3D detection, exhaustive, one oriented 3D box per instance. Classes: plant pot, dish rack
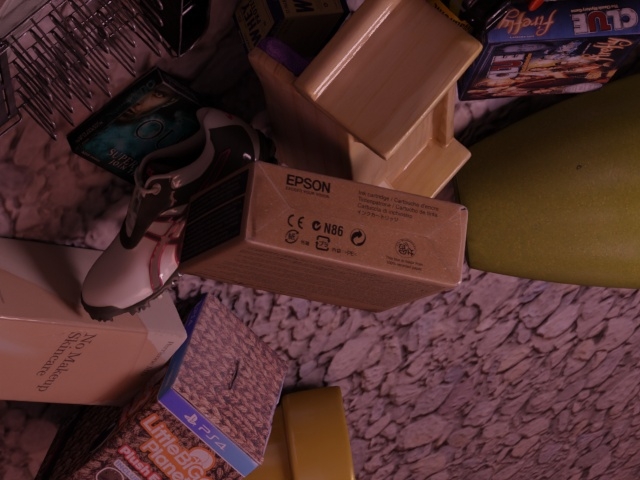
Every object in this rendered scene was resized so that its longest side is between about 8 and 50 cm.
[{"bbox_3d":[-0.071,0.336,2.535,0.239,0.254,0.254,-8,148,0],"label":"plant pot"},{"bbox_3d":[0.310,-0.055,2.227,0.293,0.275,0.275,-10,149,2],"label":"plant pot"},{"bbox_3d":[-0.220,-0.169,1.695,0.271,0.074,0.208,-40,170,-15],"label":"dish rack"}]

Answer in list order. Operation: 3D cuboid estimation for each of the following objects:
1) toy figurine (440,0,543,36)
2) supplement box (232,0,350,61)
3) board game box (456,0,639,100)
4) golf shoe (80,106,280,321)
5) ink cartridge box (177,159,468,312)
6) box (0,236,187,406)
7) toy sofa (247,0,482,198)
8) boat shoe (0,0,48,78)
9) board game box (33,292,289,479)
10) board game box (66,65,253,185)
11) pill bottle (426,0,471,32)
[{"bbox_3d":[0.181,-0.316,1.762,0.213,0.148,0.209,-48,171,36],"label":"toy figurine"},{"bbox_3d":[-0.030,-0.224,1.861,0.083,0.056,0.083,-9,157,-28],"label":"supplement box"},{"bbox_3d":[0.240,-0.202,1.997,0.165,0.042,0.243,-4,171,-3],"label":"board game box"},{"bbox_3d":[-0.169,-0.032,1.979,0.273,0.105,0.120,-43,128,9],"label":"golf shoe"},{"bbox_3d":[0.000,0.000,1.873,0.234,0.088,0.193,12,166,-22],"label":"ink cartridge box"},{"bbox_3d":[-0.317,0.090,2.064,0.311,0.121,0.148,8,134,-44],"label":"box"},{"bbox_3d":[0.050,-0.139,1.923,0.150,0.177,0.362,-48,168,-10],"label":"toy sofa"},{"bbox_3d":[-0.339,-0.173,1.689,0.302,0.091,0.114,-48,171,29],"label":"boat shoe"},{"bbox_3d":[-0.199,0.244,2.252,0.141,0.232,0.291,43,113,-13],"label":"board game box"},{"bbox_3d":[-0.163,-0.107,1.980,0.126,0.026,0.186,-37,148,16],"label":"board game box"},{"bbox_3d":[0.130,-0.239,1.968,0.065,0.065,0.116,5,137,-42],"label":"pill bottle"}]
